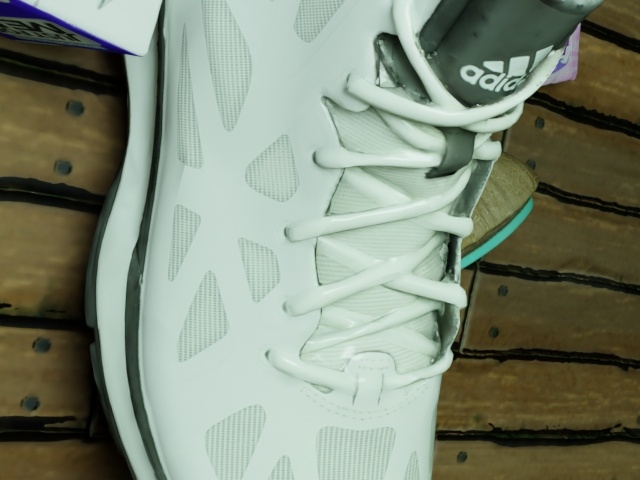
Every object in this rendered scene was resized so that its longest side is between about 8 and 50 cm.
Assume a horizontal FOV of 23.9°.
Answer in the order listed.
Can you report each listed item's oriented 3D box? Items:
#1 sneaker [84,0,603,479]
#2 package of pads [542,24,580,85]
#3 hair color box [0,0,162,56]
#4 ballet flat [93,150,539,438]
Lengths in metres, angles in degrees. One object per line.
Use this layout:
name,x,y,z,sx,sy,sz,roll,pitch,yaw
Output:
sneaker,0.015,-0.025,0.676,0.169,0.257,0.447,-5,88,-31
package of pads,0.145,-0.132,1.045,0.083,0.032,0.050,-16,114,-46
hair color box,-0.190,-0.213,0.583,0.339,0.110,0.185,21,82,-48
ballet flat,0.000,0.000,0.878,0.342,0.116,0.124,-36,109,-32
